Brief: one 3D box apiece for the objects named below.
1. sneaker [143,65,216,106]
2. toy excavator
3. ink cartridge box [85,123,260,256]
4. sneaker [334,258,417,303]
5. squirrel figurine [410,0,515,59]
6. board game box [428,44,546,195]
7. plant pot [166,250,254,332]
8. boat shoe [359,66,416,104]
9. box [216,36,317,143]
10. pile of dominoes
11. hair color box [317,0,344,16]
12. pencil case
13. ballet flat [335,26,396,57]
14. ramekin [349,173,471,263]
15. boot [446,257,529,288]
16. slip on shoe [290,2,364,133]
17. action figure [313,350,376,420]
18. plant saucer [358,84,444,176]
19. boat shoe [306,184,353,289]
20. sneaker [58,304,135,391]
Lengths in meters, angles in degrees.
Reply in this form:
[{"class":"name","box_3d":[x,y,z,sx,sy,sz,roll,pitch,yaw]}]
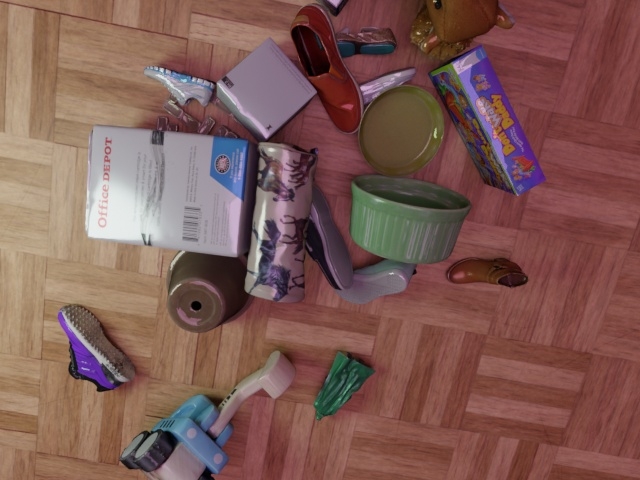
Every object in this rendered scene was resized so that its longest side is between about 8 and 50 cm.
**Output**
[{"class":"sneaker","box_3d":[-0.372,-0.397,1.244,0.190,0.071,0.083,17,106,3]},{"class":"toy excavator","box_3d":[-0.314,0.529,1.419,0.222,0.445,0.432,48,140,-11]},{"class":"ink cartridge box","box_3d":[-0.369,-0.129,1.230,0.394,0.166,0.286,7,96,5]},{"class":"sneaker","box_3d":[0.163,0.100,1.370,0.255,0.151,0.094,-13,109,39]},{"class":"squirrel figurine","box_3d":[0.303,-0.567,1.039,0.280,0.397,0.371,-12,72,17]},{"class":"board game box","box_3d":[0.408,-0.295,1.199,0.078,0.233,0.347,-30,101,7]},{"class":"plant pot","box_3d":[-0.314,0.137,1.305,0.262,0.229,0.263,0,104,1]},{"class":"boat shoe","box_3d":[0.166,-0.400,1.261,0.184,0.066,0.063,-21,113,4]},{"class":"box","box_3d":[-0.139,-0.372,1.215,0.182,0.119,0.181,-44,101,-7]},{"class":"pile of dominoes","box_3d":[-0.317,-0.306,1.307,0.251,0.040,0.196,36,101,0]},{"class":"hair color box","box_3d":[0.079,-0.750,1.153,0.173,0.105,0.347,37,101,-8]},{"class":"pencil case","box_3d":[-0.101,-0.039,1.220,0.159,0.183,0.411,7,99,6]},{"class":"ballet flat","box_3d":[0.092,-0.516,1.239,0.206,0.073,0.067,-1,76,-3]},{"class":"ramekin","box_3d":[0.216,-0.058,1.229,0.303,0.303,0.148,9,111,-2]},{"class":"boot","box_3d":[0.464,0.097,1.334,0.197,0.152,0.073,-14,103,3]},{"class":"slip on shoe","box_3d":[0.014,-0.410,1.199,0.122,0.101,0.331,0,129,36]},{"class":"action figure","box_3d":[0.049,0.456,1.466,0.137,0.063,0.232,32,98,-9]},{"class":"plant saucer","box_3d":[0.211,-0.290,1.276,0.240,0.037,0.241,-5,115,-12]},{"class":"boat shoe","box_3d":[0.000,0.000,1.318,0.091,0.114,0.303,-22,82,32]},{"class":"sneaker","box_3d":[-0.699,0.334,1.415,0.146,0.102,0.293,-32,102,8]}]
